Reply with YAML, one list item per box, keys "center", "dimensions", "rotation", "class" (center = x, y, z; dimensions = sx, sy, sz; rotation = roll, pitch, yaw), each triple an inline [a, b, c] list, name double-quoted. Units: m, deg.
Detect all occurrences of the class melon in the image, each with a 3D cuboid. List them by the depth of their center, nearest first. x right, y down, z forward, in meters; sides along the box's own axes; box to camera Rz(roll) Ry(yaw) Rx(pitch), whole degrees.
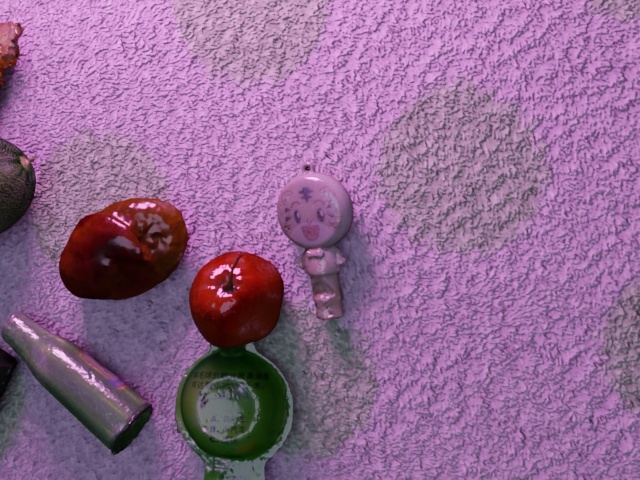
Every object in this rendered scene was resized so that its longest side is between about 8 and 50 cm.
- center: [-0.597, -0.080, 1.621]
  dimensions: [0.288, 0.182, 0.182]
  rotation: [-21, 88, 14]
  class: "melon"

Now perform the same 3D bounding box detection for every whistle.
- center: [0.000, 0.000, 1.555]
  dimensions: [0.126, 0.067, 0.258]
  rotation: [-6, 96, 26]
  class: "whistle"

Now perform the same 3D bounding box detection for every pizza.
- center: [-0.590, -0.291, 1.672]
  dimensions: [0.147, 0.069, 0.226]
  rotation: [33, 96, 31]
  class: "pizza"

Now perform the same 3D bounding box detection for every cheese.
- center: [-0.144, 0.320, 1.591]
  dimensions: [0.204, 0.083, 0.320]
  rotation: [0, 90, 10]
  class: "cheese"

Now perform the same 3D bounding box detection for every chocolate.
- center: [-0.422, 0.231, 1.643]
  dimensions: [0.291, 0.110, 0.110]
  rotation: [38, 100, 11]
  class: "chocolate"

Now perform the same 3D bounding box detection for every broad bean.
- center: [-0.326, 0.017, 1.597]
  dimensions: [0.229, 0.122, 0.156]
  rotation: [-23, 86, 16]
  class: "broad bean"

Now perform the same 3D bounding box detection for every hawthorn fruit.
- center: [-0.139, 0.087, 1.514]
  dimensions: [0.163, 0.203, 0.162]
  rotation: [-2, 78, 8]
  class: "hawthorn fruit"

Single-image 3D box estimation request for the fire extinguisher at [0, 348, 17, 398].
- center: [-0.631, 0.332, 1.694]
  dimensions: [0.114, 0.095, 0.311]
  rotation: [25, 98, -21]
  class: "fire extinguisher"
